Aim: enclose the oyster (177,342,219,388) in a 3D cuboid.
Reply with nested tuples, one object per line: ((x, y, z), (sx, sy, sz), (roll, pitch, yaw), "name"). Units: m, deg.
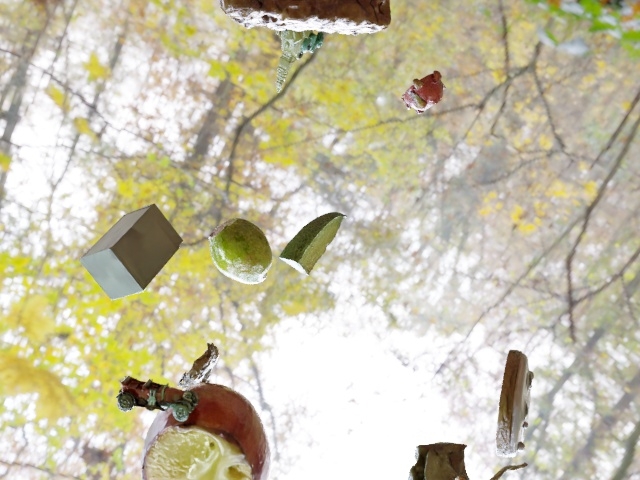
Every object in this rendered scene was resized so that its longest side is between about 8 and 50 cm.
((-0.285, 0.336, 1.992), (0.078, 0.345, 0.129), (25, -121, 2), "oyster")

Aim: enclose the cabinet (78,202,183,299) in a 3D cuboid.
((-0.501, 0.030, 2.255), (0.150, 0.145, 0.206), (56, -137, -21), "cabinet")

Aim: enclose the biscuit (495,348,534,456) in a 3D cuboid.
((0.336, 0.280, 1.446), (0.049, 0.181, 0.208), (6, 156, 16), "biscuit")

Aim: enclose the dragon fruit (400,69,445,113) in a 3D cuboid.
((0.252, -0.343, 1.991), (0.112, 0.126, 0.068), (-30, -99, -19), "dragon fruit")

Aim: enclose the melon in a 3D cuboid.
((0.000, -0.001, 2.154), (0.053, 0.114, 0.262), (5, -143, 40), "melon")

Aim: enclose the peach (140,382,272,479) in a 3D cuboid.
((-0.220, 0.423, 1.660), (0.281, 0.281, 0.338), (31, 163, 2), "peach")

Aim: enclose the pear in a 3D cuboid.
((-0.237, 0.037, 2.593), (0.220, 0.187, 0.187), (51, -162, -16), "pear")

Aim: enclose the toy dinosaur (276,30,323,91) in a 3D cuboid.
((-0.054, -0.467, 1.957), (0.094, 0.259, 0.153), (34, -137, 22), "toy dinosaur")

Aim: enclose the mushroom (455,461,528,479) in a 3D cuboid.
((0.319, 0.435, 1.551), (0.026, 0.028, 0.286), (28, -169, 37), "mushroom")

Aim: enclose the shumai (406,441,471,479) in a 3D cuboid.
((0.307, 0.616, 2.019), (0.225, 0.261, 0.222), (6, -139, 20), "shumai")

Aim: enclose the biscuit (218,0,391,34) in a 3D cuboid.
((-0.044, -0.583, 1.663), (0.394, 0.343, 0.166), (-2, -175, -36), "biscuit")

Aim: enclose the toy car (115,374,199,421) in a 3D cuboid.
((-0.295, 0.284, 1.526), (0.143, 0.054, 0.073), (8, -169, 5), "toy car")
